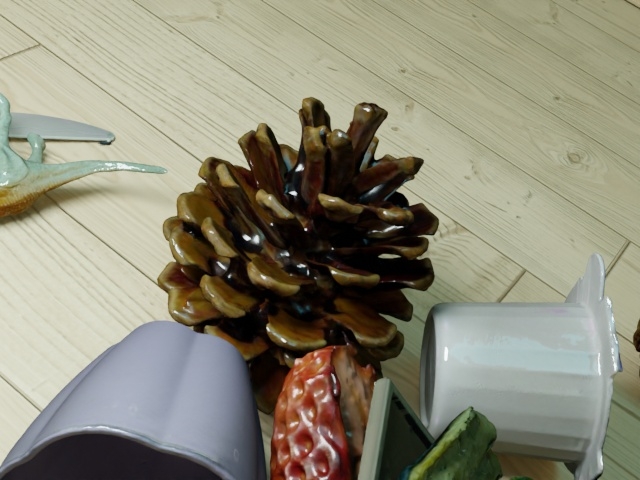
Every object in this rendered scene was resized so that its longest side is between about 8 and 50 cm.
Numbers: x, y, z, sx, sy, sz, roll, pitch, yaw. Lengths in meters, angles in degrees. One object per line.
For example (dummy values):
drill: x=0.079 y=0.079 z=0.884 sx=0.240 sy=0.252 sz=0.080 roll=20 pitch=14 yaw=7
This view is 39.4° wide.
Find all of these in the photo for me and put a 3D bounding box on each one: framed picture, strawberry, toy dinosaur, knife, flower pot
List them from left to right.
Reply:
knife: x=-0.479 y=-0.167 z=1.340 sx=0.336 sy=0.043 sz=0.081 roll=-2 pitch=40 yaw=-34
toy dinosaur: x=-0.416 y=-0.104 z=1.245 sx=0.393 sy=0.092 sz=0.205 roll=12 pitch=45 yaw=-13
flower pot: x=-0.175 y=0.216 z=0.914 sx=0.265 sy=0.265 sz=0.243 roll=17 pitch=30 yaw=-7
strawberry: x=0.012 y=0.278 z=0.934 sx=0.280 sy=0.150 sz=0.253 roll=56 pitch=31 yaw=-25
framed picture: x=0.121 y=0.327 z=0.925 sx=0.315 sy=0.024 sz=0.232 roll=56 pitch=32 yaw=-31

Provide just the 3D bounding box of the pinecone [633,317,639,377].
pinecone: x=0.571 y=0.158 z=1.344 sx=0.208 sy=0.207 sz=0.207 roll=12 pitch=42 yaw=-12

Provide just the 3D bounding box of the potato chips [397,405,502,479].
potato chips: x=0.162 y=0.371 z=0.855 sx=0.358 sy=0.070 sz=0.429 roll=64 pitch=26 yaw=-8

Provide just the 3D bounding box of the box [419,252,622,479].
box: x=0.239 y=0.155 z=1.133 sx=0.207 sy=0.291 sz=0.262 roll=3 pitch=20 yaw=-1

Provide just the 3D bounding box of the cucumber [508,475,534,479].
cucumber: x=0.294 y=0.384 z=1.060 sx=0.075 sy=0.074 sz=0.241 roll=-5 pitch=49 yaw=-28

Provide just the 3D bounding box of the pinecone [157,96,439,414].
pinecone: x=0.000 y=0.000 z=1.107 sx=0.385 sy=0.384 sz=0.384 roll=12 pitch=42 yaw=-12
